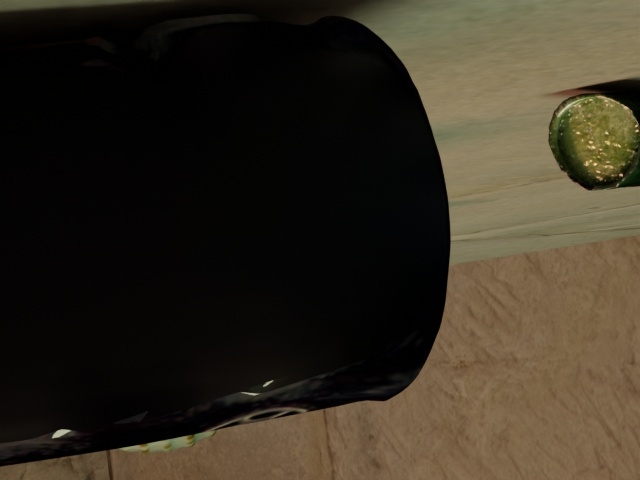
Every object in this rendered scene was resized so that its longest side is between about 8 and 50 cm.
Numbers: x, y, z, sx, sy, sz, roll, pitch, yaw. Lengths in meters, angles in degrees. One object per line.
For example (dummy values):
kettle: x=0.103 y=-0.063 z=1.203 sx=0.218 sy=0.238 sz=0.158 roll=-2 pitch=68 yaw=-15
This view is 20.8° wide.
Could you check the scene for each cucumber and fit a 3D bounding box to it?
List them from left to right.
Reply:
cucumber: x=0.157 y=-0.051 z=0.853 sx=0.048 sy=0.048 sz=0.105 roll=-10 pitch=178 yaw=37

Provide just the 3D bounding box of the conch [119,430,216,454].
conch: x=-0.124 y=0.031 z=0.947 sx=0.200 sy=0.131 sz=0.172 roll=22 pitch=-166 yaw=-17

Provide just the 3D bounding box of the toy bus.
toy bus: x=-0.120 y=0.005 z=0.532 sx=0.302 sy=0.128 sz=0.147 roll=-8 pitch=-178 yaw=-19
